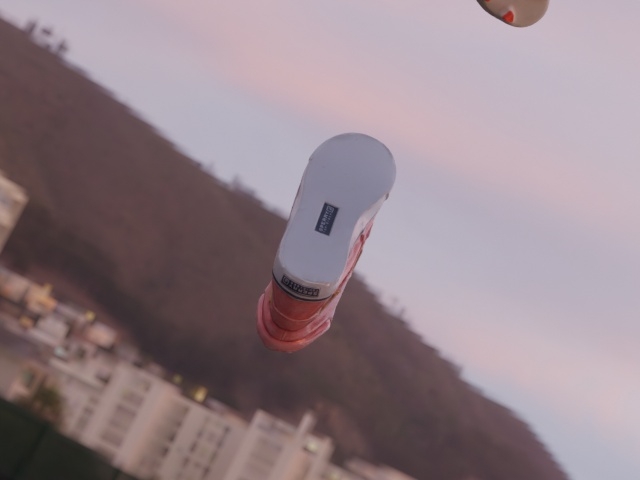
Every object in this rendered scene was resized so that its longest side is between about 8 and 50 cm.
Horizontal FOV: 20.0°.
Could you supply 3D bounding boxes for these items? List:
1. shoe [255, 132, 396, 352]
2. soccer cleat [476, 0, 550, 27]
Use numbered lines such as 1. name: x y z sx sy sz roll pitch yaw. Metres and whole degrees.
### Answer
1. shoe: 0.000 0.000 1.296 0.063 0.178 0.081 24 -47 1
2. soccer cleat: 0.121 -0.255 1.462 0.196 0.068 0.076 48 11 -28
